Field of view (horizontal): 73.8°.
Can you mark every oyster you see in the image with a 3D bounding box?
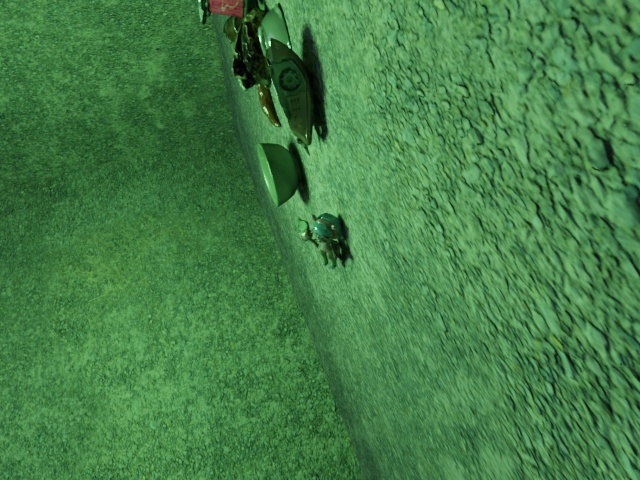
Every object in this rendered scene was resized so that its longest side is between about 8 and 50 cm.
[{"bbox_3d":[-0.240,-0.718,1.627,0.100,0.275,0.271,1,131,32],"label":"oyster"}]

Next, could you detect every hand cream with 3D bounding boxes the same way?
[{"bbox_3d":[-0.102,-0.077,2.136,0.205,0.050,0.078,-158,52,-80],"label":"hand cream"}]

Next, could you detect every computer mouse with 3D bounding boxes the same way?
[{"bbox_3d":[-0.069,-0.445,1.350,0.199,0.115,0.389,-95,-14,-56],"label":"computer mouse"}]

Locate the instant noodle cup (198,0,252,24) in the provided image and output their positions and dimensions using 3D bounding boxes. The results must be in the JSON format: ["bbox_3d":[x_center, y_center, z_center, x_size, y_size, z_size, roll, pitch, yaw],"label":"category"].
[{"bbox_3d":[-0.343,-0.954,1.595,0.258,0.182,0.302,-91,14,-47],"label":"instant noodle cup"}]

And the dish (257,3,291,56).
[{"bbox_3d":[-0.175,-0.721,1.519,0.224,0.078,0.246,84,164,-47],"label":"dish"}]

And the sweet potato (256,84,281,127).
[{"bbox_3d":[-0.249,-0.640,2.012,0.078,0.058,0.255,-19,92,58],"label":"sweet potato"}]

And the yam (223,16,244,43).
[{"bbox_3d":[-0.361,-0.963,1.930,0.280,0.131,0.131,-135,31,-60],"label":"yam"}]

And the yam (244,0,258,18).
[{"bbox_3d":[-0.297,-0.992,1.730,0.068,0.068,0.169,-148,46,-72],"label":"yam"}]

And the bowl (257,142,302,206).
[{"bbox_3d":[-0.169,-0.307,1.891,0.289,0.146,0.289,161,90,-79],"label":"bowl"}]

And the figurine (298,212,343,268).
[{"bbox_3d":[0.013,-0.005,1.551,0.205,0.103,0.260,34,151,30],"label":"figurine"}]
